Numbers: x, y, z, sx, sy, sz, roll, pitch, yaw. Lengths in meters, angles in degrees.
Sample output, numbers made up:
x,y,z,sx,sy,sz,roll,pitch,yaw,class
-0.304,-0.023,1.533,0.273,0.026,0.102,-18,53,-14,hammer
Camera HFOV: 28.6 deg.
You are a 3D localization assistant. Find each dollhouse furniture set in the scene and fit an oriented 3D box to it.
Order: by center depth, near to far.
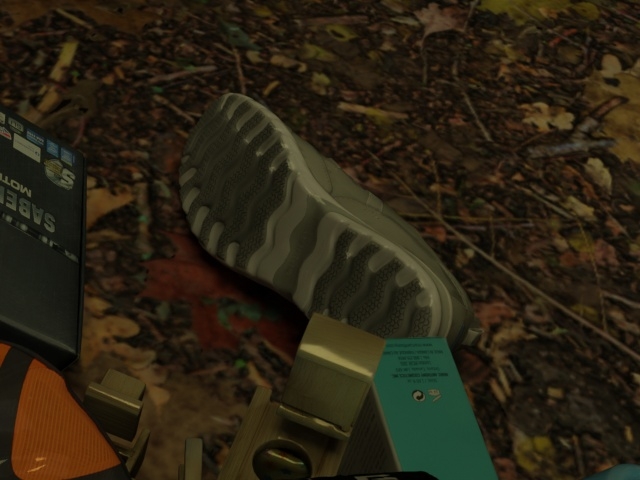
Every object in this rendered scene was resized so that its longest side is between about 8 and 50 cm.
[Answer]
x,y,z,sx,sy,sz,roll,pitch,yaw,class
-0.074,0.117,0.672,0.160,0.182,0.101,21,44,3,dollhouse furniture set

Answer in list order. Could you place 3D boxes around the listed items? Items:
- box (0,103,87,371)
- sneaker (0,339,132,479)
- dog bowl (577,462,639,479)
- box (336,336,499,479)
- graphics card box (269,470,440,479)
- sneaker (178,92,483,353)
x,y,z,sx,sy,sz,roll,pitch,yaw,class
-0.251,-0.030,0.771,0.232,0.059,0.183,33,35,-34,box
-0.232,0.118,0.576,0.321,0.125,0.180,23,39,-9,sneaker
0.206,0.241,0.629,0.297,0.074,0.166,53,25,8,dog bowl
0.066,0.178,0.713,0.060,0.101,0.244,-1,47,-19,box
-0.123,0.211,0.437,0.370,0.094,0.233,-2,86,-9,graphics card box
0.000,0.000,0.899,0.281,0.105,0.115,47,17,33,sneaker
